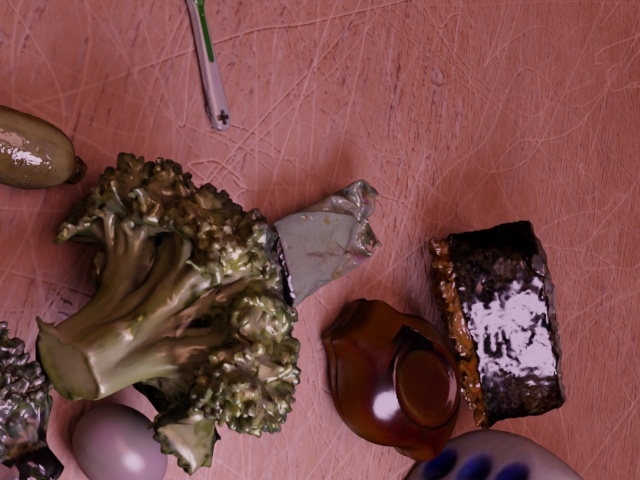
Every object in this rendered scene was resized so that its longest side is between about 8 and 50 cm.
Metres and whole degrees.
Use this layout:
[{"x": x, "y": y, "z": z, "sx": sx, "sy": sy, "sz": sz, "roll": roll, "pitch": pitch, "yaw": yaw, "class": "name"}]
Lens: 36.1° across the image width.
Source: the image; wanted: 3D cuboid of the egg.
[{"x": -0.249, "y": 0.263, "z": 1.229, "sx": 0.135, "sy": 0.103, "sz": 0.103, "roll": 52, "pitch": 56, "yaw": -30, "class": "egg"}]

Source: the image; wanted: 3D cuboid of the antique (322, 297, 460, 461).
[{"x": 0.123, "y": 0.223, "z": 1.556, "sx": 0.223, "sy": 0.129, "sz": 0.278, "roll": -42, "pitch": 113, "yaw": -35, "class": "antique"}]

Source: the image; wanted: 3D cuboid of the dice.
[{"x": 0.290, "y": 0.517, "z": 1.601, "sx": 0.304, "sy": 0.277, "sz": 0.304, "roll": -48, "pitch": 117, "yaw": -29, "class": "dice"}]

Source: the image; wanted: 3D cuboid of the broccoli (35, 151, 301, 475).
[{"x": -0.170, "y": 0.091, "z": 1.182, "sx": 0.338, "sy": 0.277, "sz": 0.317, "roll": 55, "pitch": 44, "yaw": -34, "class": "broccoli"}]

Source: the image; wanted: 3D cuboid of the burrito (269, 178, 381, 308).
[{"x": 0.000, "y": 0.000, "z": 1.486, "sx": 0.229, "sy": 0.089, "sz": 0.143, "roll": -29, "pitch": 122, "yaw": -39, "class": "burrito"}]

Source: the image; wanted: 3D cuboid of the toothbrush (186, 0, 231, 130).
[{"x": -0.173, "y": -0.360, "z": 1.373, "sx": 0.042, "sy": 0.040, "sz": 0.417, "roll": -19, "pitch": 101, "yaw": -43, "class": "toothbrush"}]

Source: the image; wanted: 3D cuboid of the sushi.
[{"x": 0.306, "y": 0.136, "z": 1.678, "sx": 0.234, "sy": 0.208, "sz": 0.348, "roll": -63, "pitch": 141, "yaw": -77, "class": "sushi"}]

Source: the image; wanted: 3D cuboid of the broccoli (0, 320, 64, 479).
[{"x": -0.380, "y": 0.218, "z": 1.042, "sx": 0.262, "sy": 0.247, "sz": 0.243, "roll": -61, "pitch": 168, "yaw": -16, "class": "broccoli"}]

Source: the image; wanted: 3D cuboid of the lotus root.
[{"x": -0.355, "y": -0.105, "z": 1.161, "sx": 0.183, "sy": 0.090, "sz": 0.077, "roll": 22, "pitch": 46, "yaw": -42, "class": "lotus root"}]
